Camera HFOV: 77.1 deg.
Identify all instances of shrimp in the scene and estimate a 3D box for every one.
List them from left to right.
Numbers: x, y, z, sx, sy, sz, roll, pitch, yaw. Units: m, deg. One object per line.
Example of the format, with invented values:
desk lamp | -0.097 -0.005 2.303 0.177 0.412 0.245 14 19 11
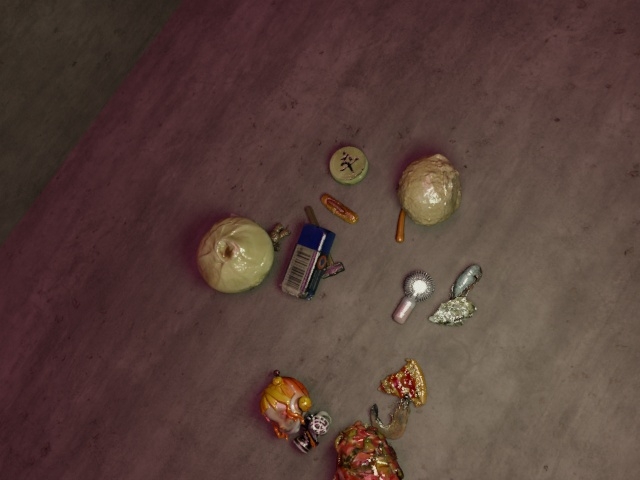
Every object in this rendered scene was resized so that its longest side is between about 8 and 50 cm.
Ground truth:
shrimp | 0.283 0.687 1.613 0.152 0.046 0.219 23 103 20
shrimp | 0.587 0.198 1.675 0.232 0.079 0.090 -55 26 6

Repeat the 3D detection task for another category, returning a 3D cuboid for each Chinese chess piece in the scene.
Chinese chess piece | 0.135 -0.359 1.932 0.189 0.083 0.188 -3 77 15

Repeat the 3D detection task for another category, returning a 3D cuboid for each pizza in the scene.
pizza | 0.328 0.590 1.640 0.199 0.062 0.188 -18 70 10

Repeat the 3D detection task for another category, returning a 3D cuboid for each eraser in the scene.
eraser | -0.059 0.096 1.819 0.155 0.102 0.332 19 87 36

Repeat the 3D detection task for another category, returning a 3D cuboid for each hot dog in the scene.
hot dog | 0.086 -0.149 1.907 0.216 0.047 0.066 40 90 20

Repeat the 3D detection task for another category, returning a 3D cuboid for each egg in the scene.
egg | 0.461 -0.213 1.713 0.279 0.279 0.310 -1 86 14

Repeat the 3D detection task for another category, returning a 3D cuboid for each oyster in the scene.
oyster | 0.542 0.300 1.639 0.125 0.064 0.177 46 112 -1

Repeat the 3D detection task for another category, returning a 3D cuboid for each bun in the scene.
bun | -0.403 0.059 1.826 0.365 0.202 0.364 -2 79 10

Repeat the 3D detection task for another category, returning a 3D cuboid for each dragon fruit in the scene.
dragon fruit | 0.163 0.843 1.516 0.269 0.250 0.291 -33 55 -4

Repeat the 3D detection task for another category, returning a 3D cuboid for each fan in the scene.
fan | 0.389 0.244 1.715 0.130 0.074 0.244 33 91 9

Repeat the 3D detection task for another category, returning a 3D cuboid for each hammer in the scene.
hammer | 0.000 0.000 1.897 0.111 0.043 0.365 -25 69 8

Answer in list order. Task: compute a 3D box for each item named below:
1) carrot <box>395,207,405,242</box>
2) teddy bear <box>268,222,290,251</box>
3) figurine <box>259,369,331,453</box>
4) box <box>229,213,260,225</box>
carrot | 0.368 -0.080 1.822 0.037 0.037 0.190 5 75 16
teddy bear | -0.226 -0.008 1.932 0.119 0.078 0.160 38 86 16
figurine | -0.115 0.694 1.654 0.323 0.196 0.320 40 127 10
box | -0.414 0.003 1.981 0.155 0.067 0.242 19 81 16
